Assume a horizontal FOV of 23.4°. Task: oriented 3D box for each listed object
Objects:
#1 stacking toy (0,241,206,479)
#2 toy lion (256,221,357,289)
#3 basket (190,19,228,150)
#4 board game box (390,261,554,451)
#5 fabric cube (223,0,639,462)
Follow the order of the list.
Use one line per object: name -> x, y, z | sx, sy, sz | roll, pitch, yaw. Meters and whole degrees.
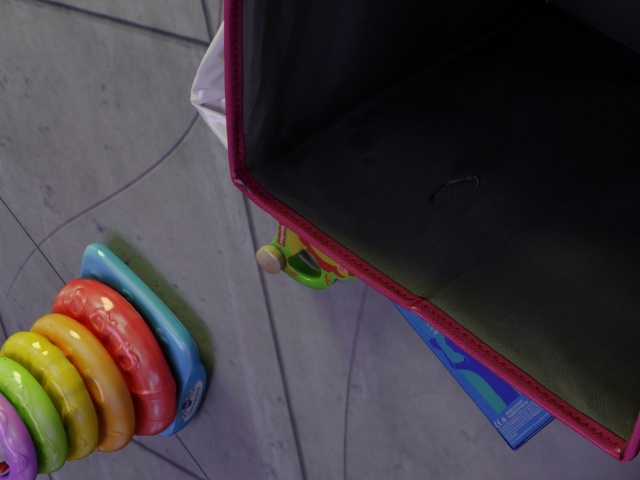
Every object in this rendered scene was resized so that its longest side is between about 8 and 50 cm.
stacking toy -> -0.264, 0.154, 1.379 | 0.166, 0.302, 0.175 | 45, 144, 19
toy lion -> 0.000, 0.000, 1.165 | 0.096, 0.034, 0.100 | 32, 140, 22
basket -> 0.005, -0.114, 0.996 | 0.113, 0.103, 0.167 | 51, 147, 9
board game box -> 0.108, 0.019, 1.021 | 0.210, 0.047, 0.160 | 51, 147, 10
fabric cube -> 0.136, -0.115, 0.687 | 0.259, 0.258, 0.254 | 35, 141, 30
